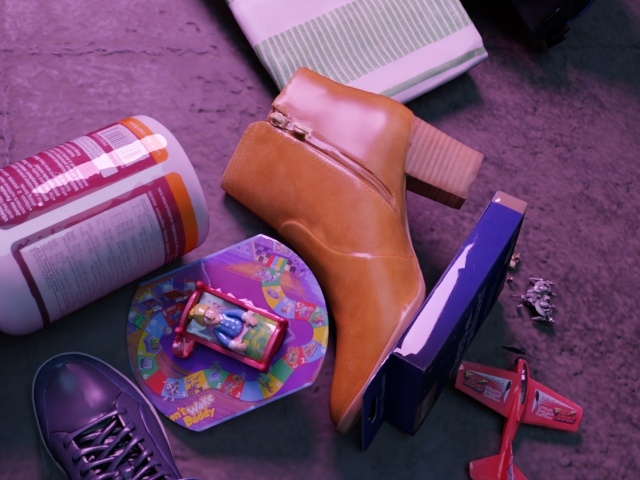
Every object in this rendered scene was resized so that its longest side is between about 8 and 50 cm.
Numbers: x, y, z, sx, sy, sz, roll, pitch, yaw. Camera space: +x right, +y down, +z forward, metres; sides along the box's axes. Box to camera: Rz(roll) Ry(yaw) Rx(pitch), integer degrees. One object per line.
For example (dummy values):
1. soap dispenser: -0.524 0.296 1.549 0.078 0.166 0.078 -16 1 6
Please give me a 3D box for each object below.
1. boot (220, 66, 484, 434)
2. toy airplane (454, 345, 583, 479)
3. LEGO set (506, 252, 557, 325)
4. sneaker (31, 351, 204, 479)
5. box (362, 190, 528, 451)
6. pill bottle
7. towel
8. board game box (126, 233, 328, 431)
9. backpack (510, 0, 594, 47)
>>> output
1. boot: 0.000 -0.001 0.643 0.211 0.104 0.295 23 77 8
2. toy airplane: 0.181 0.172 0.666 0.151 0.028 0.151 9 69 -24
3. LEGO set: 0.219 0.050 0.730 0.083 0.023 0.054 42 62 0
4. sneaker: -0.126 0.161 0.485 0.086 0.163 0.226 -31 81 -25
5. box: 0.108 0.078 0.616 0.036 0.136 0.225 28 61 21
6. pill bottle: -0.207 -0.003 0.540 0.221 0.121 0.121 -29 82 -27
7. towel: 0.012 -0.284 0.741 0.248 0.038 0.325 -31 94 -21
8. board game box: -0.078 0.072 0.570 0.168 0.033 0.133 -22 77 0
9. backpack: 0.237 -0.407 0.785 0.263 0.276 0.213 22 37 -20
